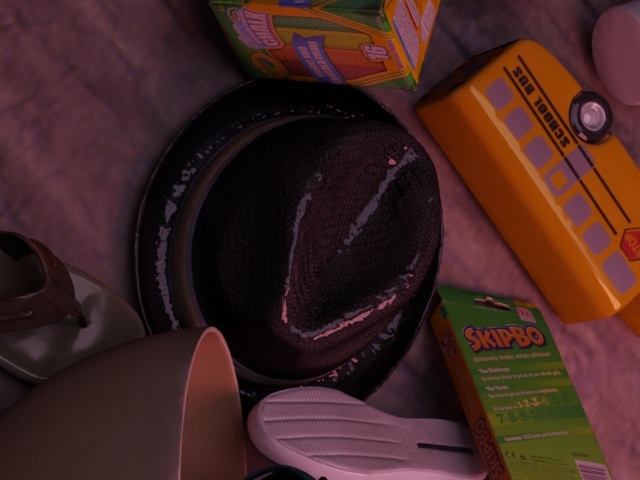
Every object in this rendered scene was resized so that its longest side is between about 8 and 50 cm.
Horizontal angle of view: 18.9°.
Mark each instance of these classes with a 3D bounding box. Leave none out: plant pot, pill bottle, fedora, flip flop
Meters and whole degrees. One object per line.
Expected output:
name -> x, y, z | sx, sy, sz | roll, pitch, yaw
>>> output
plant pot -> -0.175, 0.213, 1.549 | 0.191, 0.284, 0.284 | -2, 82, 8
pill bottle -> 0.401, -0.214, 1.943 | 0.245, 0.136, 0.136 | -18, 91, -27
fedora -> 0.000, 0.000, 1.704 | 0.334, 0.152, 0.334 | 4, 81, -26
flip flop -> -0.267, 0.031, 1.606 | 0.277, 0.080, 0.112 | 39, 68, -16

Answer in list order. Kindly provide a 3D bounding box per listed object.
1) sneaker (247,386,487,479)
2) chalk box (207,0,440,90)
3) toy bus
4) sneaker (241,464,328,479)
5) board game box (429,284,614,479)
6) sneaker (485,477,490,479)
sneaker -> 0.033, 0.200, 1.707 | 0.258, 0.091, 0.094 | 17, 43, -34
chalk box -> -0.014, -0.226, 1.702 | 0.132, 0.213, 0.132 | 56, 44, -58
toy bus -> 0.244, -0.037, 1.855 | 0.130, 0.108, 0.333 | -40, 101, -25
sneaker -> -0.009, 0.243, 1.607 | 0.108, 0.302, 0.121 | -8, 88, 13
board game box -> 0.186, 0.150, 1.770 | 0.124, 0.039, 0.259 | 12, 42, -29
sneaker -> 0.166, 0.268, 1.732 | 0.271, 0.108, 0.100 | -35, 97, -48
